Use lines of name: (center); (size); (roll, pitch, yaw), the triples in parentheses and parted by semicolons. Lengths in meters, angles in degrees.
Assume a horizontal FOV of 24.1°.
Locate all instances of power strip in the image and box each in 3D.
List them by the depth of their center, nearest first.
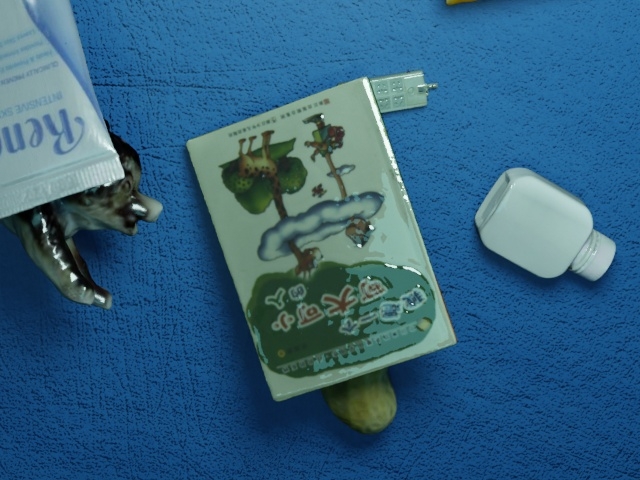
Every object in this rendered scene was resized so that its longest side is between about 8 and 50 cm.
power strip: (0.089, -0.196, 1.992); (0.136, 0.019, 0.051); (-8, 108, 0)

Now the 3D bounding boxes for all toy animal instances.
toy animal: (-0.359, -0.104, 1.897); (0.344, 0.194, 0.302); (21, 90, 2)

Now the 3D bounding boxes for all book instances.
book: (0.000, 0.000, 1.971); (0.260, 0.043, 0.370); (-19, 90, 9)

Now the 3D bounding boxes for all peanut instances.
peanut: (0.053, 0.166, 2.069); (0.120, 0.110, 0.236); (-24, 114, -23)

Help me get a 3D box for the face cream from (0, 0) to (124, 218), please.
face cream: (-0.397, -0.227, 1.805); (0.235, 0.137, 0.420); (-18, 74, 1)

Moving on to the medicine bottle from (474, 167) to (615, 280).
medicine bottle: (0.309, -0.014, 2.043); (0.183, 0.069, 0.119); (28, 104, -11)

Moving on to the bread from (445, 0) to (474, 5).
bread: (0.323, -0.402, 1.903); (0.361, 0.077, 0.138); (-11, 111, 0)
